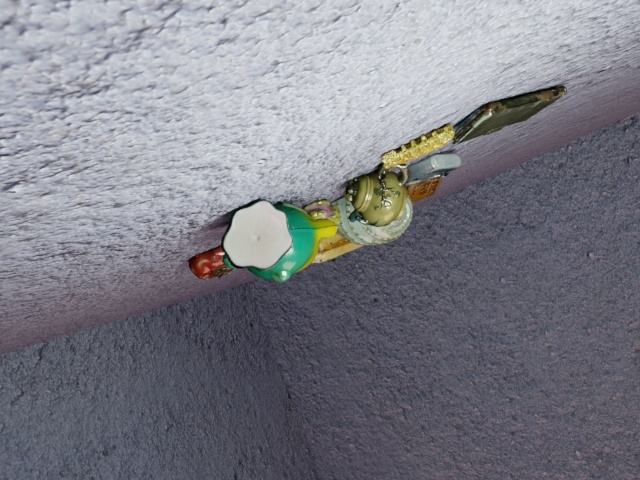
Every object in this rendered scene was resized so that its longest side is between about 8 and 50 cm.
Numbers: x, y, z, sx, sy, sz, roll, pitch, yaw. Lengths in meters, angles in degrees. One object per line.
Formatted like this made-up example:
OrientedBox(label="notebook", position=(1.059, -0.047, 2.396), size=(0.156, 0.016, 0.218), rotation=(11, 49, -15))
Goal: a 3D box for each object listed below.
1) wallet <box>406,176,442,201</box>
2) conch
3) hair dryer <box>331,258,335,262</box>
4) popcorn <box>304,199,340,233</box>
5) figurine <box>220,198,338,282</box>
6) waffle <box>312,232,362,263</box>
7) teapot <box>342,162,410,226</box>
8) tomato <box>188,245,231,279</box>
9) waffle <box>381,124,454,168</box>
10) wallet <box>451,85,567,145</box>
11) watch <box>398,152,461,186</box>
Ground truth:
OrientedBox(label="wallet", position=(0.400, -0.219, 2.037), size=(0.161, 0.042, 0.195), rotation=(-22, 155, -18))
OrientedBox(label="conch", position=(0.180, -0.082, 1.968), size=(0.303, 0.215, 0.319), rotation=(-7, 167, -30))
OrientedBox(label="hair dryer", position=(0.082, 0.002, 2.532), size=(0.075, 0.219, 0.195), rotation=(18, 170, -11))
OrientedBox(label="popcorn", position=(0.004, -0.072, 1.756), size=(0.125, 0.126, 0.145), rotation=(3, -160, 6))
OrientedBox(label="figurine", position=(-0.120, 0.009, 1.493), size=(0.323, 0.231, 0.340), rotation=(-22, 170, 14))
OrientedBox(label="waffle", position=(0.000, -0.001, 2.133), size=(0.261, 0.114, 0.376), rotation=(0, -170, 36))
OrientedBox(label="teapot", position=(0.164, -0.144, 1.597), size=(0.182, 0.173, 0.269), rotation=(11, 138, -16))
OrientedBox(label="tomato", position=(-0.383, 0.087, 1.964), size=(0.228, 0.101, 0.228), rotation=(-21, 172, -3))
OrientedBox(label="waffle", position=(0.258, -0.246, 1.403), size=(0.192, 0.046, 0.160), rotation=(-21, 177, -7))
OrientedBox(label="wallet", position=(0.508, -0.345, 1.424), size=(0.317, 0.044, 0.169), rotation=(-21, 172, -28))
OrientedBox(label="watch", position=(0.382, -0.248, 1.833), size=(0.206, 0.068, 0.193), rotation=(-15, 175, -33))
